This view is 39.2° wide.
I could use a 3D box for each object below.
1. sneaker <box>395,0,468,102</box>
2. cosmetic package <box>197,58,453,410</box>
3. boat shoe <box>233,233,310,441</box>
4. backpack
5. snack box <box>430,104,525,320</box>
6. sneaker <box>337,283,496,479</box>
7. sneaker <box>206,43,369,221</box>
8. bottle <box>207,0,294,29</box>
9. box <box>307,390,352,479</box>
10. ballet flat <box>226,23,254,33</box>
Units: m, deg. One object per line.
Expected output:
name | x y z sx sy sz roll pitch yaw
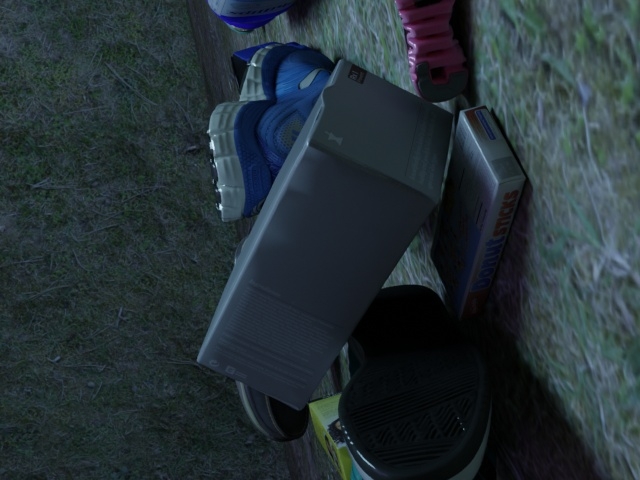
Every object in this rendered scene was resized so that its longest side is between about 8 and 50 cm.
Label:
sneaker | 0.071 -0.156 0.608 0.057 0.047 0.119 -96 -1 -62
cosmetic package | 0.000 0.000 0.676 0.238 0.107 0.127 -57 9 39
boat shoe | -0.061 0.153 1.477 0.130 0.132 0.355 -12 83 43
backpack | -0.045 -0.177 1.092 0.098 0.101 0.120 -122 16 -69
snack box | 0.107 -0.013 0.640 0.178 0.022 0.064 91 161 -57
sneaker | 0.074 0.163 0.684 0.295 0.124 0.178 -87 -17 -73
sneaker | -0.006 -0.108 0.876 0.330 0.147 0.129 -77 -15 -62
bottle | -0.080 -0.308 1.061 0.283 0.118 0.092 -166 63 -79
box | 0.046 0.260 1.221 0.232 0.087 0.058 -164 59 -78
ballet flat | -0.146 -0.423 1.477 0.067 0.073 0.206 107 148 -44
